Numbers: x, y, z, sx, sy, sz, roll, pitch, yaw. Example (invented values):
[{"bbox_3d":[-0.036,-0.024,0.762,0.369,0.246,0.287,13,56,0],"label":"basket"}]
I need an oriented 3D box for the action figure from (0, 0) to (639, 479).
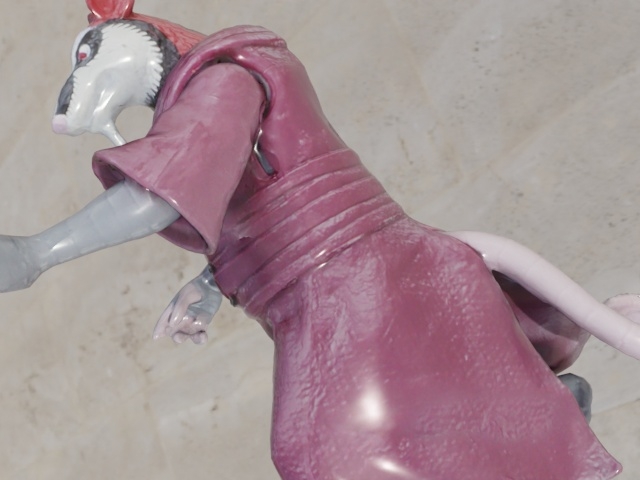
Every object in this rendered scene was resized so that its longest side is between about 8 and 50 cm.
[{"bbox_3d":[0.000,0.000,0.487,0.276,0.248,0.370,-34,90,9],"label":"action figure"}]
